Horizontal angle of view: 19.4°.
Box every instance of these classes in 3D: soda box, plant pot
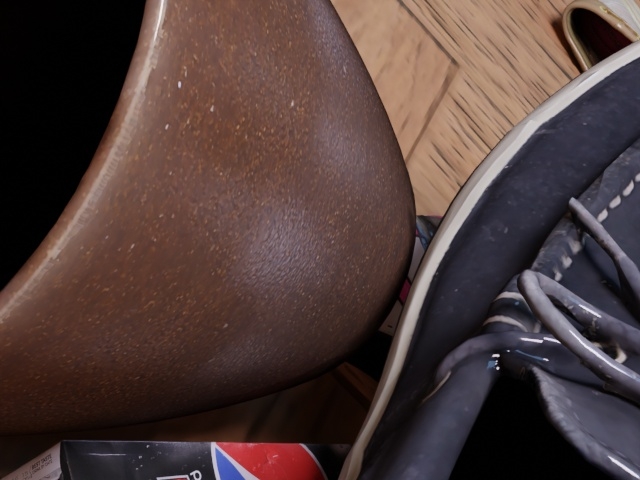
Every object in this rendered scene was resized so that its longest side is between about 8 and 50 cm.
[{"bbox_3d":[-0.031,0.100,0.617,0.169,0.060,0.053,7,59,-47],"label":"soda box"},{"bbox_3d":[-0.069,-0.027,0.578,0.230,0.215,0.215,28,41,-55],"label":"plant pot"}]

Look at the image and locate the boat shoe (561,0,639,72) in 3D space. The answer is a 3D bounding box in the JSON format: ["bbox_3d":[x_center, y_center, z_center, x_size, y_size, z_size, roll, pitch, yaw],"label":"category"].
[{"bbox_3d":[0.175,-0.078,1.023,0.045,0.050,0.135,-13,62,-50],"label":"boat shoe"}]

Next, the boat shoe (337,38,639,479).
[{"bbox_3d":[0.084,0.095,0.555,0.187,0.156,0.500,50,53,-12],"label":"boat shoe"}]

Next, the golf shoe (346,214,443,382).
[{"bbox_3d":[0.000,0.000,0.729,0.186,0.067,0.086,40,66,4],"label":"golf shoe"}]
